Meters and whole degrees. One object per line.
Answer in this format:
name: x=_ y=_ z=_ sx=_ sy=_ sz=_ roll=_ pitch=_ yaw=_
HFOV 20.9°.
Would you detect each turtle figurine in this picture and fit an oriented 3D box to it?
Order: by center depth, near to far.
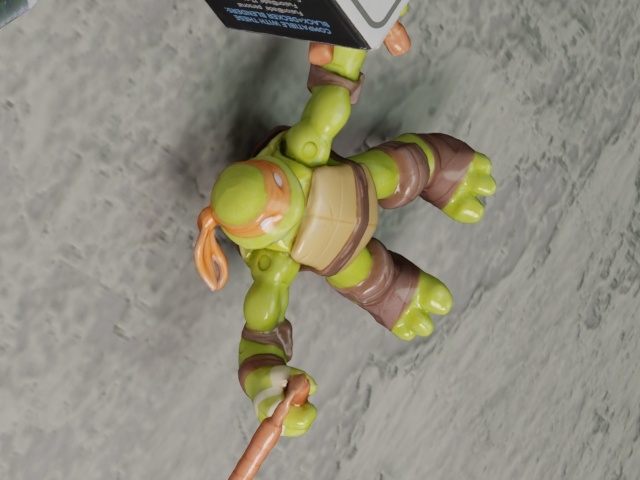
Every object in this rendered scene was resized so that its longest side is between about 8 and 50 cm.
turtle figurine: x=0.000 y=0.000 z=0.832 sx=0.217 sy=0.087 sz=0.269 roll=12 pitch=88 yaw=-63

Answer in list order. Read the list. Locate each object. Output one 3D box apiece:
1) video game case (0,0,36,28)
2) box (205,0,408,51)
video game case: x=-0.184 y=-0.122 z=0.577 sx=0.173 sy=0.022 sz=0.190 roll=-42 pitch=135 yaw=-35
box: x=-0.036 y=-0.224 z=0.612 sx=0.169 sy=0.087 sz=0.290 roll=-57 pitch=135 yaw=-19
